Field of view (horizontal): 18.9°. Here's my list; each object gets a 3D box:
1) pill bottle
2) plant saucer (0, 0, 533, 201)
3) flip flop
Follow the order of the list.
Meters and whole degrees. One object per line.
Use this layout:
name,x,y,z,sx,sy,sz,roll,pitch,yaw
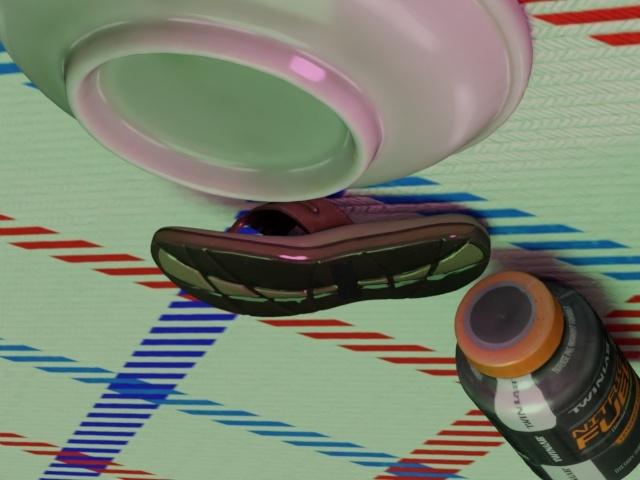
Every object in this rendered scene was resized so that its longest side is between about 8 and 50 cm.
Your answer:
pill bottle,0.196,0.117,1.660,0.130,0.130,0.246,0,153,27
plant saucer,-0.060,-0.117,1.311,0.400,0.100,0.400,10,155,5
flip flop,0.000,0.000,1.580,0.277,0.080,0.112,-6,149,4
